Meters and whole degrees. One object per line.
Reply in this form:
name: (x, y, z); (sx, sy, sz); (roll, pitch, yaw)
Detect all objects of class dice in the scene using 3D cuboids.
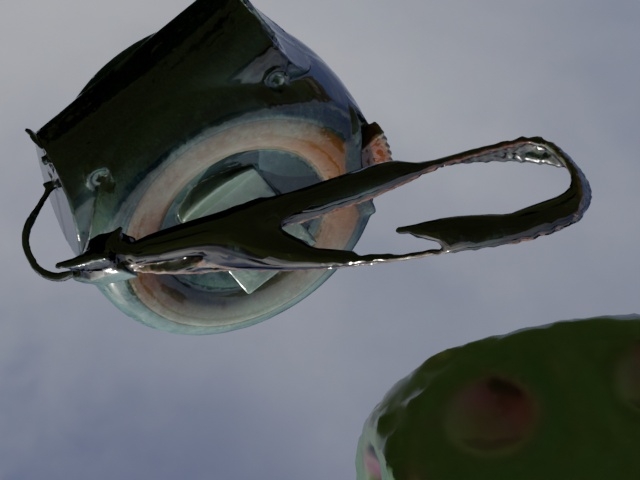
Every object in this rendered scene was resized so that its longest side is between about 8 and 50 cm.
dice: (0.210, 0.272, 1.399); (0.330, 0.318, 0.322); (-12, -127, -7)

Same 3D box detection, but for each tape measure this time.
tape measure: (-0.002, 0.004, 0.480); (0.104, 0.107, 0.180); (-51, -135, -5)
